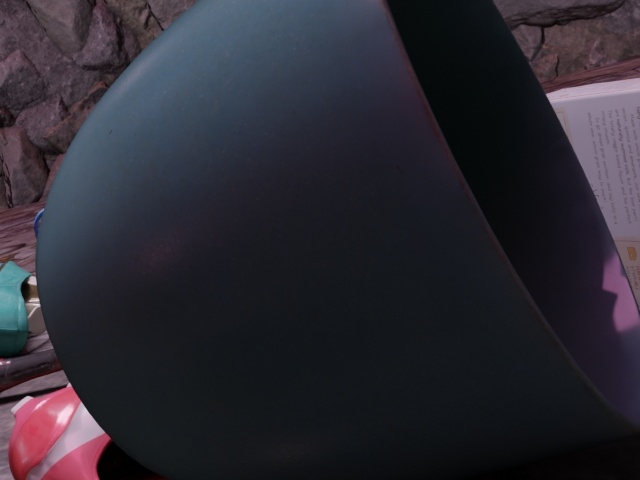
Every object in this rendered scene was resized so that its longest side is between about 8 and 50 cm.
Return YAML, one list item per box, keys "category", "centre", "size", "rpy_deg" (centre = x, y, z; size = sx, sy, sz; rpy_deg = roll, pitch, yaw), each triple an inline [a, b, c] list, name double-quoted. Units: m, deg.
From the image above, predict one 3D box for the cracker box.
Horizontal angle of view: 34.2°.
- category: "cracker box"
  centre: [0.236, -0.029, 0.674]
  size: [0.067, 0.156, 0.232]
  rpy_deg: [-20, 12, -30]

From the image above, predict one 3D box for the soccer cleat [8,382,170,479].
- category: "soccer cleat"
  centre: [-0.076, 0.104, 0.660]
  size: [0.248, 0.083, 0.095]
  rpy_deg: [-20, 36, -41]

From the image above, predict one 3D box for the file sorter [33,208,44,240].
- category: "file sorter"
  centre: [-0.164, 0.031, 0.854]
  size: [0.118, 0.104, 0.170]
  rpy_deg: [-16, 22, -15]

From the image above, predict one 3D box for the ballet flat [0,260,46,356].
- category: "ballet flat"
  centre: [-0.336, 0.079, 1.155]
  size: [0.087, 0.083, 0.247]
  rpy_deg: [9, 8, -9]

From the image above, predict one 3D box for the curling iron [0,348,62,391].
- category: "curling iron"
  centre: [-0.289, 0.126, 0.928]
  size: [0.274, 0.035, 0.068]
  rpy_deg: [-19, -11, 1]

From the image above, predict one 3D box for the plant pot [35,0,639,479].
- category: "plant pot"
  centre: [0.001, 0.002, 0.539]
  size: [0.235, 0.293, 0.293]
  rpy_deg: [-27, 5, 22]
